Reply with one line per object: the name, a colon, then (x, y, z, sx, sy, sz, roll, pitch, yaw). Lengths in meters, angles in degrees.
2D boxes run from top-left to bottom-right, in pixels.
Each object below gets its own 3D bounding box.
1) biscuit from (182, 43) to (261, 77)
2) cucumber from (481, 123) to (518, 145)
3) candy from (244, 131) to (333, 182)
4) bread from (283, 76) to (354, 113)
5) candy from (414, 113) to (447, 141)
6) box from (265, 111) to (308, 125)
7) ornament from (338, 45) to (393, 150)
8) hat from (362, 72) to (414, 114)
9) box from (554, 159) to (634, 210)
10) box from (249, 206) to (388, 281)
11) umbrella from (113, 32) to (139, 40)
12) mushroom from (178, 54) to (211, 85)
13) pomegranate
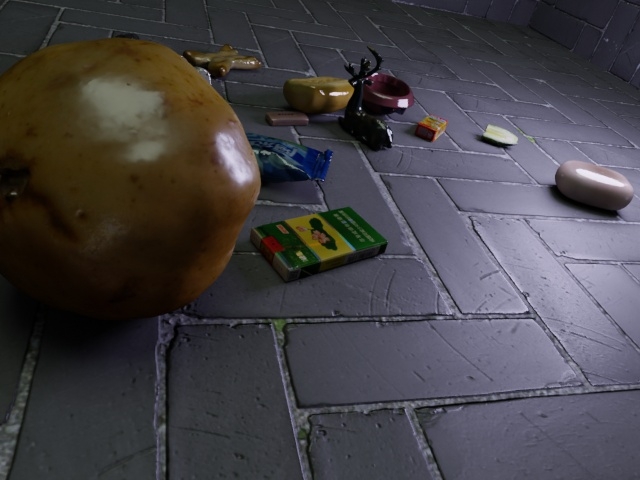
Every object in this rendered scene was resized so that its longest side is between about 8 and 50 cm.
biscuit: (-0.304, -0.563, 1.658, 0.164, 0.047, 0.208, 29, 37, 21)
cucumber: (0.558, -0.317, 1.644, 0.107, 0.035, 0.067, 24, 54, 11)
candy: (-0.140, -0.188, 1.174, 0.331, 0.077, 0.187, 12, 32, -1)
bread: (-0.002, -0.414, 1.512, 0.217, 0.098, 0.147, -20, 30, -40)
candy: (0.334, -0.340, 1.590, 0.062, 0.038, 0.122, 27, 37, 17)
box: (-0.090, -0.332, 1.434, 0.115, 0.025, 0.048, -8, 39, -28)
ornament: (0.132, -0.378, 1.397, 0.080, 0.236, 0.202, -22, 48, -33)
hat: (0.193, -0.446, 1.644, 0.205, 0.089, 0.205, 8, 40, -7)
box: (0.740, -0.150, 1.432, 0.200, 0.088, 0.146, 16, 33, 3)
box: (0.000, 0.000, 0.998, 0.235, 0.034, 0.132, -15, 45, -35)
umbrella: (-0.512, -0.501, 1.433, 0.154, 0.128, 0.337, 3, 34, -13)
mushroom: (-0.364, -0.441, 1.433, 0.081, 0.092, 0.223, -24, 41, -20)
pomegranate: (-0.266, -0.087, 0.751, 0.410, 0.410, 0.410, 10, 35, -7)
